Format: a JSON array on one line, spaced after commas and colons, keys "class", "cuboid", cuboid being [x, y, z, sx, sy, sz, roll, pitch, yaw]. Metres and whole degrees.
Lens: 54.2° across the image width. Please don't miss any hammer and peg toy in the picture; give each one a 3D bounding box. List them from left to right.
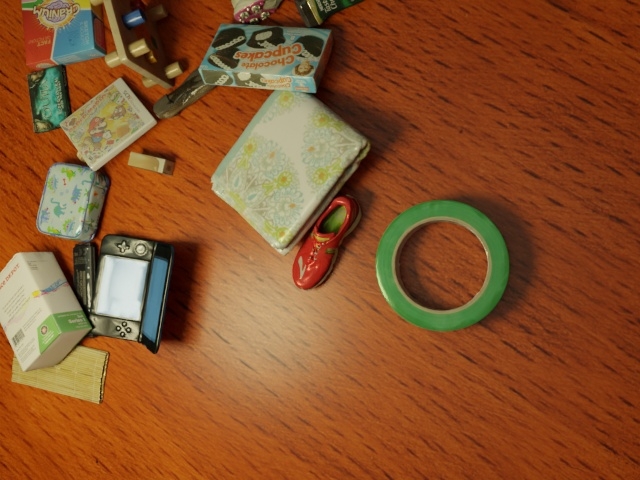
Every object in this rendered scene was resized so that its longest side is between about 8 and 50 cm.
[{"class": "hammer and peg toy", "cuboid": [-0.519, -0.615, 1.711, 0.127, 0.266, 0.361, -19, 83, 13]}]

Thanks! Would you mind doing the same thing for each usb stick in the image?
[{"class": "usb stick", "cuboid": [-0.684, 0.146, 1.824, 0.077, 0.045, 0.278, -5, 85, 20]}]

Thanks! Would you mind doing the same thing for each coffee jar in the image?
[{"class": "coffee jar", "cuboid": [0.026, -0.642, 1.654, 0.184, 0.079, 0.096, -25, 119, 13]}]

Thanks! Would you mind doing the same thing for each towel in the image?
[{"class": "towel", "cuboid": [-0.087, -0.192, 1.635, 0.320, 0.090, 0.374, 43, 101, 26]}]

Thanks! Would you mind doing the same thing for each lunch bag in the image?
[{"class": "lunch bag", "cuboid": [-0.723, -0.113, 1.819, 0.176, 0.090, 0.219, 9, 84, 16]}]

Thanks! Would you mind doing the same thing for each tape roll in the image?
[{"class": "tape roll", "cuboid": [0.300, 0.062, 1.549, 0.321, 0.077, 0.321, -1, 87, 14]}]

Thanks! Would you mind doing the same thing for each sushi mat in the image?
[{"class": "sushi mat", "cuboid": [-0.772, 0.372, 1.846, 0.316, 0.019, 0.151, 9, 90, 16]}]

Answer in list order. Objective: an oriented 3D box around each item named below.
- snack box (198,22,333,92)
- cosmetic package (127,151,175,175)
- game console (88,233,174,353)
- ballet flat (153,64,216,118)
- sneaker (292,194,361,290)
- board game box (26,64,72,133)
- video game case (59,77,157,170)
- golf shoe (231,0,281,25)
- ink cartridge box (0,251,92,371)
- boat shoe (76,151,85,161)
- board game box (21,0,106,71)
[{"class": "snack box", "cuboid": [-0.142, -0.490, 1.668, 0.322, 0.060, 0.187, 8, 60, 15]}, {"class": "cosmetic package", "cuboid": [-0.482, -0.218, 1.784, 0.115, 0.060, 0.041, 14, 90, 17]}, {"class": "game console", "cuboid": [-0.520, 0.138, 1.708, 0.250, 0.173, 0.293, 9, 88, 2]}, {"class": "ballet flat", "cuboid": [-0.360, -0.421, 1.772, 0.250, 0.058, 0.084, -35, 57, 5]}, {"class": "sneaker", "cuboid": [0.000, 0.000, 1.611, 0.107, 0.118, 0.279, 30, 95, 15]}, {"class": "board game box", "cuboid": [-0.825, -0.429, 1.906, 0.126, 0.026, 0.186, -12, 84, 14]}, {"class": "video game case", "cuboid": [-0.611, -0.337, 1.798, 0.227, 0.026, 0.206, -39, 66, -4]}, {"class": "golf shoe", "cuboid": [-0.113, -0.709, 1.690, 0.306, 0.115, 0.140, -22, 78, 12]}, {"class": "ink cartridge box", "cuboid": [-0.805, 0.197, 1.784, 0.201, 0.117, 0.278, -42, 71, 23]}, {"class": "boat shoe", "cuboid": [-0.632, -0.268, 1.825, 0.170, 0.063, 0.059, -27, 74, 11]}, {"class": "board game box", "cuboid": [-0.779, -0.694, 1.889, 0.242, 0.064, 0.316, -9, 84, 14]}]
